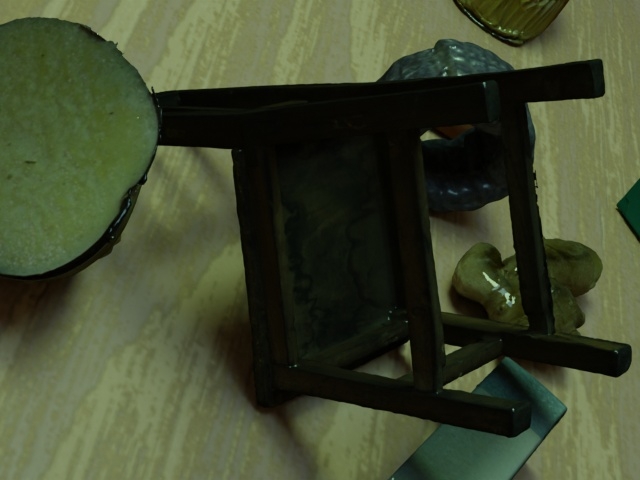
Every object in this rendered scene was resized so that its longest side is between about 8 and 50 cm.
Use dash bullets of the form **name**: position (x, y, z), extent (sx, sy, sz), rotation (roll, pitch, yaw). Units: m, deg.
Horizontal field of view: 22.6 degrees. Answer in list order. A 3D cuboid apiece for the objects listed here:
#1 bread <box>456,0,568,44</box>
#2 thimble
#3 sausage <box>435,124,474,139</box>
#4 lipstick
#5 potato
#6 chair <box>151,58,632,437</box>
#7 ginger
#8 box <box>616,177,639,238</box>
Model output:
- **bread**: position (0.240, -0.319, 1.907), extent (0.132, 0.114, 0.190), rotation (39, 38, 1)
- **thimble**: position (0.122, -0.104, 1.481), extent (0.150, 0.150, 0.098), rotation (19, 37, -24)
- **sausage**: position (0.142, -0.122, 1.621), extent (0.131, 0.039, 0.041), rotation (32, 25, -7)
- **lipstick**: position (0.084, 0.183, 1.147), extent (0.068, 0.066, 0.317), rotation (41, 33, 9)
- **potato**: position (-0.197, -0.046, 1.148), extent (0.182, 0.117, 0.202), rotation (-34, 66, -12)
- **chair**: position (0.000, 0.000, 1.225), extent (0.203, 0.416, 0.241), rotation (-21, 106, -52)
- **ginger**: position (0.200, 0.051, 1.436), extent (0.214, 0.059, 0.133), rotation (-6, 42, -48)
- **box**: position (0.455, -0.008, 1.708), extent (0.245, 0.092, 0.153), rotation (4, 44, -39)
